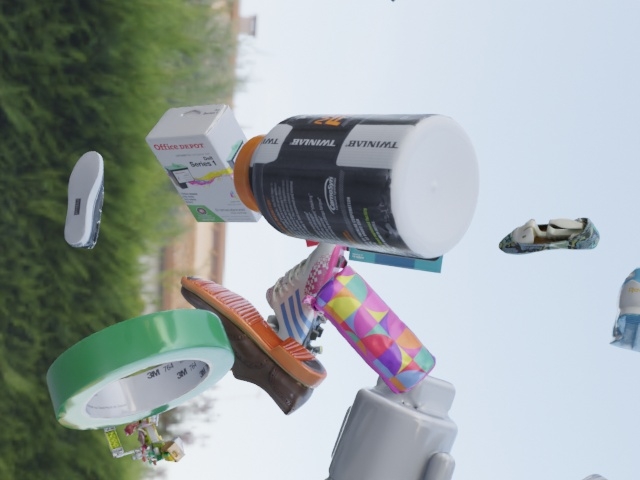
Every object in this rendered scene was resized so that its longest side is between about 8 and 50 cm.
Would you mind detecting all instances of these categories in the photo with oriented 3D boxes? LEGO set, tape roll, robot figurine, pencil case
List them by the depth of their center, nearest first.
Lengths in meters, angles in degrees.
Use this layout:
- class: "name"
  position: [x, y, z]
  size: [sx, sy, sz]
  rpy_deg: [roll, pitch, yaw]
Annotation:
- class: "pencil case"
  position: [0.082, 0.151, 1.385]
  size: [0.236, 0.104, 0.104]
  rpy_deg: [44, -27, 0]
- class: "tape roll"
  position: [-0.315, 0.232, 1.470]
  size: [0.077, 0.321, 0.321]
  rpy_deg: [66, -28, 23]
- class: "robot figurine"
  position: [0.126, 0.407, 1.528]
  size: [0.300, 0.199, 0.354]
  rpy_deg: [18, -94, 58]
- class: "LEGO set"
  position: [-0.389, 0.427, 1.784]
  size: [0.287, 0.107, 0.132]
  rpy_deg: [38, -49, 51]

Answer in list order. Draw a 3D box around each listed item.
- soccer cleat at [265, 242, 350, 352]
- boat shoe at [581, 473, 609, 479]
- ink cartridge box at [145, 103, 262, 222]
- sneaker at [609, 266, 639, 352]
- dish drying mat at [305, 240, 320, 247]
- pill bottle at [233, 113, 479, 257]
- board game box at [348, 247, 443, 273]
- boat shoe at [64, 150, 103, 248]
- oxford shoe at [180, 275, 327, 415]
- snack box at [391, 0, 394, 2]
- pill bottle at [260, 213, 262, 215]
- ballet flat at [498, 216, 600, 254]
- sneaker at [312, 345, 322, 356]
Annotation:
- class: "soccer cleat"
  position: [-0.042, 0.103, 1.746]
  size: [0.116, 0.143, 0.331]
  rpy_deg: [-57, 168, -52]
- class: "boat shoe"
  position: [0.410, 0.496, 1.356]
  size: [0.116, 0.324, 0.123]
  rpy_deg: [31, -47, 42]
- class: "ink cartridge box"
  position: [-0.263, -0.180, 2.010]
  size: [0.117, 0.201, 0.278]
  rpy_deg: [-60, 136, -36]
- class: "sneaker"
  position: [0.497, 0.116, 1.279]
  size: [0.229, 0.087, 0.092]
  rpy_deg: [59, 46, -63]
- class: "dish drying mat"
  position: [0.000, 0.000, 2.321]
  size: [0.008, 0.083, 0.032]
  rpy_deg: [-99, 177, -51]
- class: "pill bottle"
  position: [0.021, -0.060, 0.817]
  size: [0.245, 0.130, 0.131]
  rpy_deg: [9, -82, 45]
- class: "board game box"
  position: [0.221, -0.097, 2.217]
  size: [0.079, 0.253, 0.336]
  rpy_deg: [-53, 150, -74]
- class: "boat shoe"
  position: [-0.334, -0.056, 1.189]
  size: [0.040, 0.049, 0.142]
  rpy_deg: [39, 55, -64]
- class: "oxford shoe"
  position: [-0.164, 0.209, 1.687]
  size: [0.363, 0.130, 0.133]
  rpy_deg: [39, -78, 16]
- class: "snack box"
  position: [0.180, -0.460, 1.201]
  size: [0.174, 0.070, 0.207]
  rpy_deg: [-30, -161, 53]
- class: "pill bottle"
  position: [-0.057, -0.149, 1.793]
  size: [0.219, 0.122, 0.123]
  rpy_deg: [-65, -166, -16]
- class: "ballet flat"
  position: [0.414, -0.015, 1.528]
  size: [0.188, 0.070, 0.070]
  rpy_deg: [-6, -99, 28]
- class: "sneaker"
  position: [-0.024, 0.304, 2.299]
  size: [0.083, 0.035, 0.031]
  rpy_deg: [142, -47, -57]
